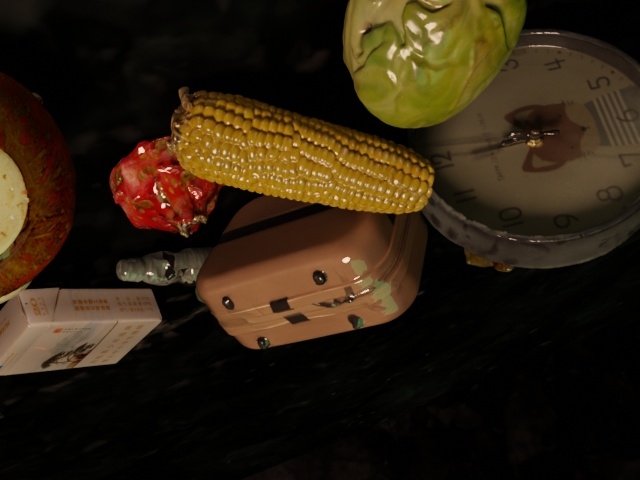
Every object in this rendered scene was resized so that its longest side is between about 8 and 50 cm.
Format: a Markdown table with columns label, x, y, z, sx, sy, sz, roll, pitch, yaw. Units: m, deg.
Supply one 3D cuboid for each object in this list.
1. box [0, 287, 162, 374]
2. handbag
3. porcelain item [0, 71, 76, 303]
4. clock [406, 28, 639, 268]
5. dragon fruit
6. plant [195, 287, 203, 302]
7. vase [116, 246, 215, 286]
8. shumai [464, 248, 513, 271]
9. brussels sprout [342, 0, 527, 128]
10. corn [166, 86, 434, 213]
| label | x | y | z | sx | sy | sz | roll | pitch | yaw |
| --- | --- | --- | --- | --- | --- | --- | --- | --- | --- |
| box | -0.380 | 0.137 | 1.196 | 0.233 | 0.067 | 0.149 | 4 | 140 | -50 |
| handbag | 0.000 | 0.000 | 1.080 | 0.302 | 0.283 | 0.149 | -18 | 122 | 36 |
| porcelain item | -0.358 | -0.056 | 0.721 | 0.253 | 0.252 | 0.253 | -20 | 155 | -10 |
| clock | 0.266 | -0.122 | 0.971 | 0.325 | 0.325 | 0.067 | -24 | 150 | -1 |
| dragon fruit | -0.180 | -0.044 | 0.975 | 0.153 | 0.110 | 0.153 | -17 | 153 | -9 |
| plant | -0.157 | 0.079 | 1.313 | 0.102 | 0.051 | 0.051 | -6 | 150 | -46 |
| vase | -0.205 | 0.041 | 1.177 | 0.212 | 0.059 | 0.060 | -3 | 147 | -38 |
| shumai | 0.263 | -0.109 | 1.187 | 0.289 | 0.291 | 0.330 | 9 | 152 | 13 |
| brussels sprout | 0.123 | -0.218 | 0.841 | 0.223 | 0.161 | 0.223 | -21 | 163 | -7 |
| corn | -0.021 | -0.091 | 0.896 | 0.305 | 0.106 | 0.106 | 14 | 145 | -9 |
